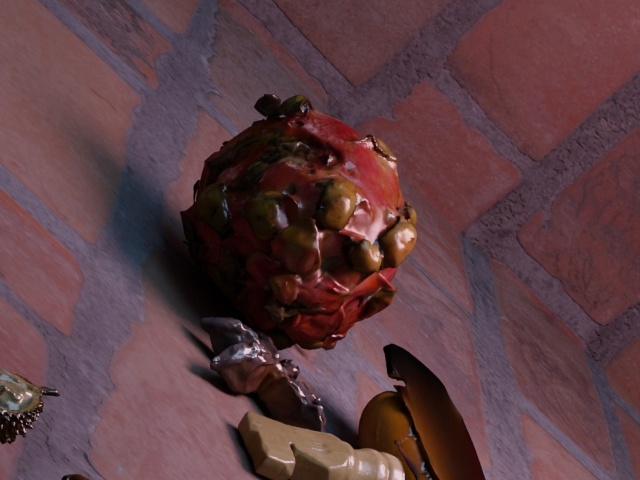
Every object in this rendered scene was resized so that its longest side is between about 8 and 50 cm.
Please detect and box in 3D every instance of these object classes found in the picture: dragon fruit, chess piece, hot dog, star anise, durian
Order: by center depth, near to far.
[{"bbox_3d":[-0.301,0.144,1.596,0.140,0.071,0.110,15,26,-35],"label":"durian"},{"bbox_3d":[-0.005,0.263,2.100,0.200,0.090,0.090,25,24,-28],"label":"chess piece"},{"bbox_3d":[-0.065,0.160,2.203,0.208,0.063,0.172,42,12,-16],"label":"star anise"},{"bbox_3d":[0.114,0.295,2.261,0.194,0.107,0.326,39,25,-28],"label":"hot dog"},{"bbox_3d":[0.000,0.000,2.294,0.314,0.296,0.263,44,0,-20],"label":"dragon fruit"}]

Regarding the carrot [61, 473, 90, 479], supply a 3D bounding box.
[{"bbox_3d":[-0.168,0.284,1.651,0.191,0.047,0.047,48,15,10],"label":"carrot"}]
